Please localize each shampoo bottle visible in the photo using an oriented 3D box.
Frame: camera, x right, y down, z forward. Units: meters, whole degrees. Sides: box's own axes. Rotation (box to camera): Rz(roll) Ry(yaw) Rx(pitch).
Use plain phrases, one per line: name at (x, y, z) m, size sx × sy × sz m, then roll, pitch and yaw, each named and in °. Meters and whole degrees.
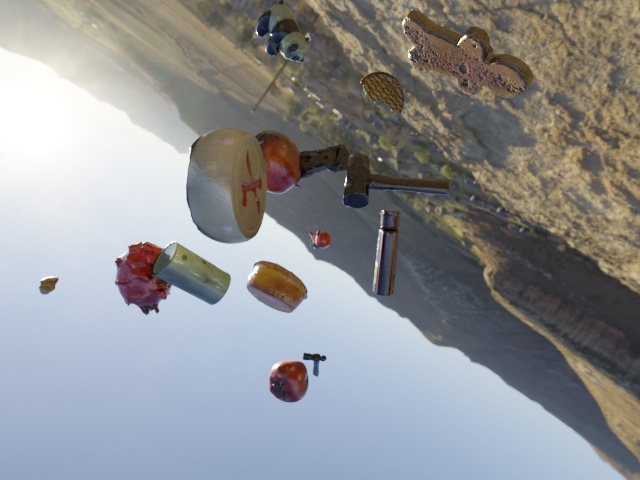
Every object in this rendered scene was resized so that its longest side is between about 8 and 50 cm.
shampoo bottle at (0.256, 0.044, 1.559) m, size 0.084 × 0.322 × 0.129 m, roll 5°, pitch -168°, yaw 8°

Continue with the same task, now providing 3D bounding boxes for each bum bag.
bum bag at (-0.001, -0.367, 1.883) m, size 0.074 × 0.310 × 0.136 m, roll 122°, pitch 133°, yaw -70°

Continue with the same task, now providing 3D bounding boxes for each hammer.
hammer at (-0.016, 0.357, 1.155) m, size 0.065 × 0.021 × 0.178 m, roll 7°, pitch 147°, yaw 4°
hammer at (0.293, -0.211, 1.549) m, size 0.409 × 0.242 × 0.095 m, roll 6°, pitch 139°, yaw 0°

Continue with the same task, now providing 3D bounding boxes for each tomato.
tomato at (-0.132, 0.575, 1.691) m, size 0.187 × 0.187 × 0.151 m, roll 34°, pitch -137°, yaw 21°

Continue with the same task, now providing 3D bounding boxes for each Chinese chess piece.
Chinese chess piece at (-0.264, -0.157, 1.190) m, size 0.141 × 0.337 × 0.338 m, roll 2°, pitch 178°, yaw 8°

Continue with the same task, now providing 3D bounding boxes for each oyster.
oyster at (-0.951, 0.152, 1.424) m, size 0.083 × 0.081 × 0.038 m, roll 9°, pitch 123°, yaw 37°

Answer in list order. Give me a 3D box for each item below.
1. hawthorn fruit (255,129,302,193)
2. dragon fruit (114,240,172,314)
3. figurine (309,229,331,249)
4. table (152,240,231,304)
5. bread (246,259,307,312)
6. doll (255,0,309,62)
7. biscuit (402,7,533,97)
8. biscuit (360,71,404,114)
hawthorn fruit at (-0.179, -0.319, 1.741) m, size 0.300 × 0.254 × 0.254 m, roll 31°, pitch -177°, yaw -40°
dragon fruit at (-0.606, 0.133, 1.400) m, size 0.205 × 0.267 × 0.210 m, roll 14°, pitch -161°, yaw 34°
figurine at (0.000, 0.000, 1.637) m, size 0.068 × 0.074 × 0.140 m, roll -13°, pitch -170°, yaw -15°
table at (-0.420, 0.111, 1.330) m, size 0.220 × 0.126 × 0.126 m, roll 39°, pitch 179°, yaw -34°
bread at (-0.215, 0.227, 1.962) m, size 0.312 × 0.172 × 0.312 m, roll 27°, pitch 156°, yaw 13°
doll at (-0.137, -0.771, 1.523) m, size 0.144 × 0.135 × 0.234 m, roll -16°, pitch -103°, yaw -41°
biscuit at (0.326, -0.407, 0.907) m, size 0.302 × 0.049 × 0.197 m, roll 33°, pitch 178°, yaw 22°
biscuit at (0.278, -0.641, 1.784) m, size 0.228 × 0.176 × 0.031 m, roll 55°, pitch 177°, yaw -29°
